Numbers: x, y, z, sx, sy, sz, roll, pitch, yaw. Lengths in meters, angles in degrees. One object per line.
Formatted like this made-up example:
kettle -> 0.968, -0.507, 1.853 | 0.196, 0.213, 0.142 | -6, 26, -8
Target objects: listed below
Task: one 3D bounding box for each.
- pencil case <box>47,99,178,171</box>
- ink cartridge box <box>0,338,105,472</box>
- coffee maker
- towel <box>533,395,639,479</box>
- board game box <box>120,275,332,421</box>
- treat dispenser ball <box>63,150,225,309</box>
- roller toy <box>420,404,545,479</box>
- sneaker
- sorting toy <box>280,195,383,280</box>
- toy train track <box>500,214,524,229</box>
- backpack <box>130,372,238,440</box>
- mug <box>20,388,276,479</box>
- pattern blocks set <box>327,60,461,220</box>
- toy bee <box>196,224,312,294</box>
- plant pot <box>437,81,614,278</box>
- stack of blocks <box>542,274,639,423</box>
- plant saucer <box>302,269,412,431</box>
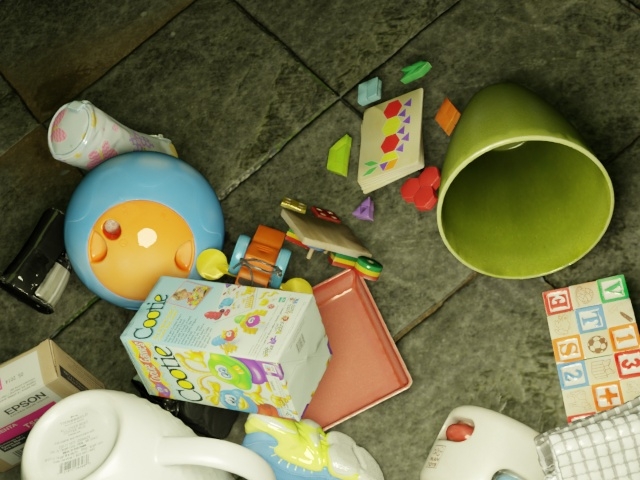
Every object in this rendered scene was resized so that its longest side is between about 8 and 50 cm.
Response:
pencil case -> -0.396, -0.176, 2.039 | 0.113, 0.273, 0.124 | 40, 100, 35
ink cartridge box -> -0.518, 0.295, 1.847 | 0.234, 0.193, 0.088 | -27, 54, 5
coffee maker -> -0.542, 0.027, 2.035 | 0.120, 0.171, 0.178 | 6, 60, 43
towel -> 0.429, 0.343, 1.403 | 0.235, 0.284, 0.121 | -19, 12, 5
board game box -> -0.144, 0.166, 1.644 | 0.275, 0.142, 0.144 | 6, 45, 25
treat dispenser ball -> -0.316, -0.018, 1.899 | 0.288, 0.288, 0.288 | -10, 57, 16
roller toy -> 0.245, 0.340, 1.517 | 0.209, 0.191, 0.146 | 20, 70, 30
sneaker -> -0.022, 0.354, 1.668 | 0.240, 0.091, 0.126 | 32, 111, 2
sorting toy -> 0.000, 0.000, 1.834 | 0.046, 0.132, 0.274 | -67, 27, 16
toy train track -> 0.314, -0.018, 1.819 | 0.083, 0.014, 0.048 | -27, 49, -3
backpack -> -0.233, 0.255, 1.803 | 0.182, 0.152, 0.115 | 21, 64, 44
mug -> -0.248, 0.374, 1.581 | 0.374, 0.328, 0.276 | -11, 47, 17
pattern blocks set -> 0.132, -0.182, 1.934 | 0.285, 0.026, 0.325 | -9, 58, 40
toy bee -> -0.128, 0.074, 1.783 | 0.195, 0.298, 0.162 | 25, 103, 19
plant pot -> 0.319, -0.135, 1.751 | 0.274, 0.275, 0.293 | -15, 36, 12
stack of blocks -> 0.448, 0.205, 1.582 | 0.171, 0.087, 0.297 | -14, 56, 14
plant saucer -> 0.000, 0.206, 1.786 | 0.259, 0.048, 0.258 | -28, 54, 5
